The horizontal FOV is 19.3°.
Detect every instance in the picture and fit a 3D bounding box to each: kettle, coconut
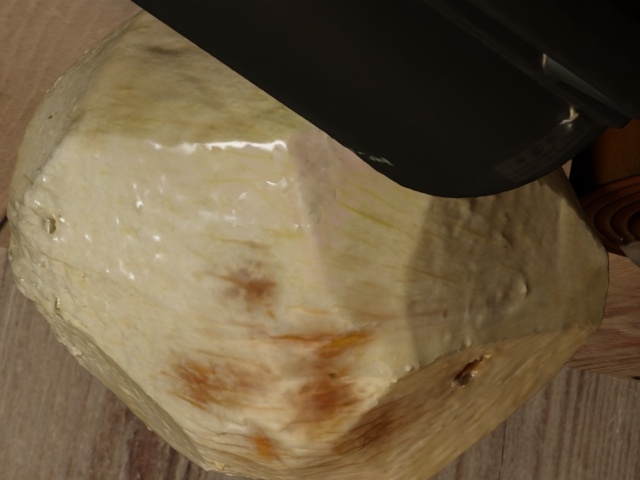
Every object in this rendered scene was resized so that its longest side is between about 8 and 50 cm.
[{"bbox_3d":[0.014,-0.136,0.851,0.203,0.262,0.308,-33,147,23],"label":"kettle"},{"bbox_3d":[0.000,0.000,1.321,0.415,0.344,0.415,13,170,2],"label":"coconut"}]

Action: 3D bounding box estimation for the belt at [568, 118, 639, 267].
[{"bbox_3d":[0.302,-0.063,1.336,0.217,0.122,0.339,16,166,-18],"label":"belt"}]
